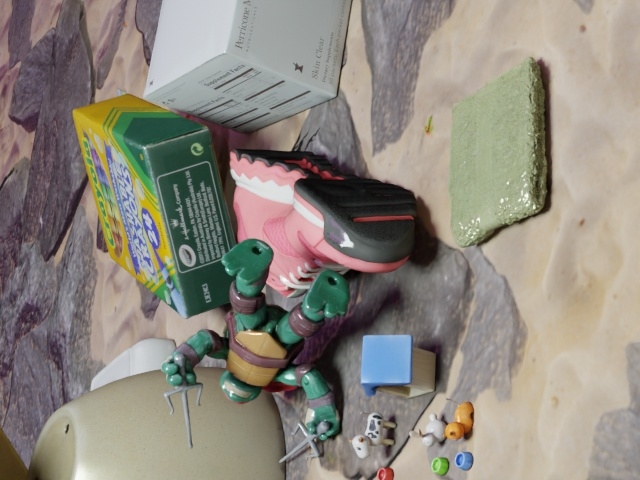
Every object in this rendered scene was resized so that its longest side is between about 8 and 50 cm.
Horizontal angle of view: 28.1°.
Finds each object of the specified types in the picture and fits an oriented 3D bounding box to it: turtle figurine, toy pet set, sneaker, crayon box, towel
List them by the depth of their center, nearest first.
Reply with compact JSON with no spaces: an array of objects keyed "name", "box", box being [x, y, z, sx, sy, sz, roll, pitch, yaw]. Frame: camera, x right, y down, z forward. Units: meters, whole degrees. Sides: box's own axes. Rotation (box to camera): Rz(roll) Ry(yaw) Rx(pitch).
[{"name":"toy pet set","box":[0.065,0.139,1.076,0.122,0.065,0.114,-27,53,51]},{"name":"towel","box":[0.150,-0.074,1.084,0.110,0.027,0.148,-30,49,49]},{"name":"turtle figurine","box":[-0.059,0.107,1.189,0.118,0.175,0.234,-94,18,-45]},{"name":"sneaker","box":[0.000,0.000,1.247,0.314,0.116,0.136,-148,61,-61]},{"name":"crayon box","box":[-0.204,-0.054,1.517,0.323,0.083,0.203,29,134,61]}]

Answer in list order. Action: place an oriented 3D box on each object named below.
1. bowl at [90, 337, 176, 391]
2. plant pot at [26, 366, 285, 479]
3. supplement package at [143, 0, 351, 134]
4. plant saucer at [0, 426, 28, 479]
[{"name":"bowl","box":[-0.232,0.194,1.544,0.142,0.053,0.142,-38,43,36]},{"name":"plant pot","box":[-0.190,0.254,1.319,0.284,0.191,0.284,-34,47,47]},{"name":"supplement package","box":[-0.075,-0.281,1.451,0.204,0.145,0.262,-15,63,56]},{"name":"plant saucer","box":[-0.315,0.334,1.270,0.081,0.333,0.333,-33,0,-2]}]
